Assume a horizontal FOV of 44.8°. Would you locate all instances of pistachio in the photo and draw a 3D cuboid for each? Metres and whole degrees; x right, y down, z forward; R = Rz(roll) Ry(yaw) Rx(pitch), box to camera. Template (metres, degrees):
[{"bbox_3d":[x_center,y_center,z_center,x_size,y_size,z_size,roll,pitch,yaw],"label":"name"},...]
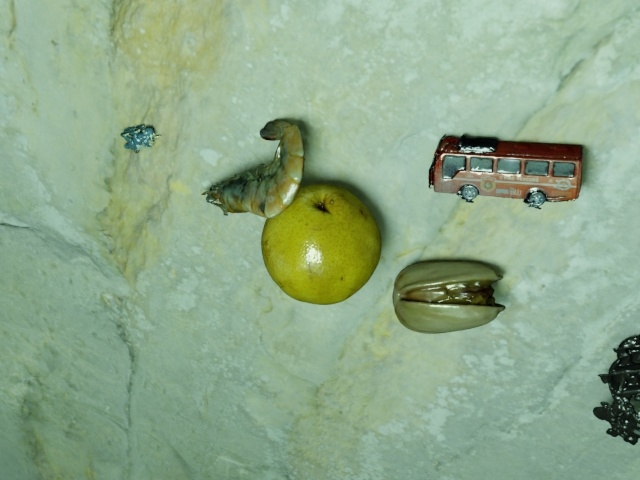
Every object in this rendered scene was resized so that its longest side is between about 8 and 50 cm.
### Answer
[{"bbox_3d":[0.224,0.100,1.382,0.206,0.131,0.130,-4,85,19],"label":"pistachio"}]

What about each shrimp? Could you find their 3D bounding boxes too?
[{"bbox_3d":[-0.117,-0.123,1.342,0.058,0.169,0.296,19,172,-37],"label":"shrimp"}]

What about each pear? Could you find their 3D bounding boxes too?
[{"bbox_3d":[0.000,0.000,1.333,0.208,0.209,0.209,11,131,13],"label":"pear"}]

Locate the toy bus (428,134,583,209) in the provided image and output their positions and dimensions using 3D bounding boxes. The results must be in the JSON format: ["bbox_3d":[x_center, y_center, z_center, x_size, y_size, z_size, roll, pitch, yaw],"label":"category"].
[{"bbox_3d":[0.288,-0.110,1.217,0.234,0.073,0.097,7,121,15],"label":"toy bus"}]

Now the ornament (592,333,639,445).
[{"bbox_3d":[0.610,0.266,1.392,0.260,0.106,0.251,-9,117,38],"label":"ornament"}]

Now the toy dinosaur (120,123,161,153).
[{"bbox_3d":[-0.332,-0.184,1.418,0.083,0.031,0.047,-9,122,28],"label":"toy dinosaur"}]
